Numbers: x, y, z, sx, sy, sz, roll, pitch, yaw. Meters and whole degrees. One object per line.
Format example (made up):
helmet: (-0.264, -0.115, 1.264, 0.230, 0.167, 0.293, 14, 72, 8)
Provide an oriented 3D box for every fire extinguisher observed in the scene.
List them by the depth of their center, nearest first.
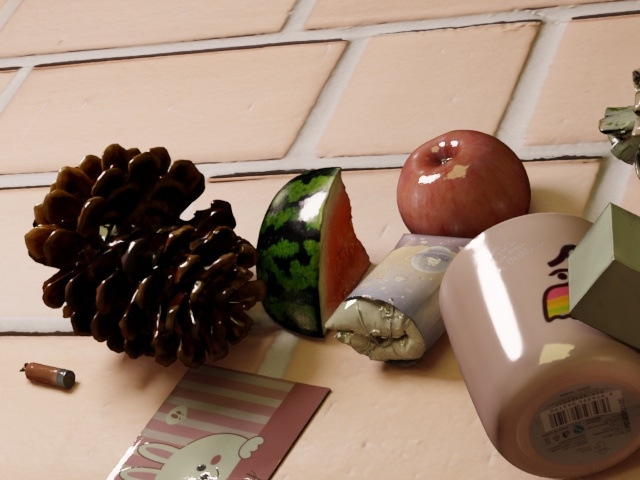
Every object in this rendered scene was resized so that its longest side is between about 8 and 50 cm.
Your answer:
fire extinguisher: (-0.326, 0.158, 2.170, 0.083, 0.022, 0.028, 8, 9, 37)

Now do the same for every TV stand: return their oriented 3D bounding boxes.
TV stand: (0.363, 0.071, 1.690, 0.083, 0.269, 0.088, -58, 14, 35)

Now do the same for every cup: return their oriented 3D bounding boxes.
cup: (0.258, 0.111, 1.780, 0.252, 0.192, 0.200, 5, 38, -15)

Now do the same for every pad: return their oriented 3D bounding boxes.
pad: (-0.141, 0.249, 1.961, 0.202, 0.005, 0.300, 8, 47, 36)

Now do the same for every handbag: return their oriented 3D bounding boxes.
handbag: (0.097, 0.066, 1.991, 0.117, 0.095, 0.173, 4, 36, 41)

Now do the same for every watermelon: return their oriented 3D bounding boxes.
watermelon: (-0.019, 0.001, 2.089, 0.137, 0.145, 0.193, -25, 36, -9)

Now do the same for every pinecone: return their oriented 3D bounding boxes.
pinecone: (-0.186, 0.025, 2.082, 0.246, 0.246, 0.292, -41, 50, -22)

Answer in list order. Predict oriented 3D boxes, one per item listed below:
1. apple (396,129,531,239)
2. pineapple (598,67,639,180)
apple: (0.160, -0.057, 2.076, 0.153, 0.120, 0.153, -16, 37, 13)
pineapple: (0.442, -0.167, 2.014, 0.271, 0.262, 0.262, -28, 28, 37)
